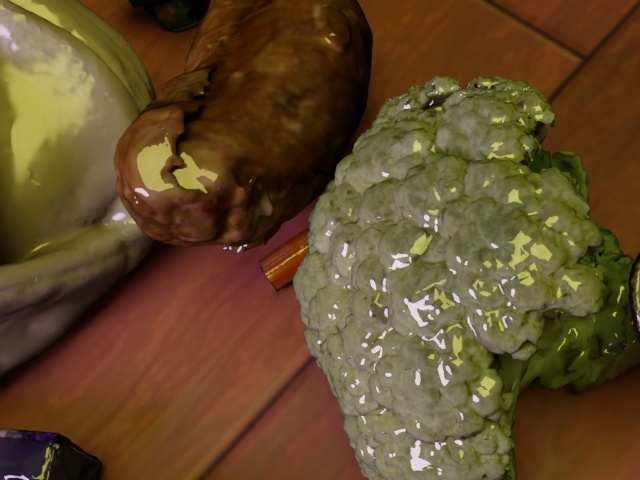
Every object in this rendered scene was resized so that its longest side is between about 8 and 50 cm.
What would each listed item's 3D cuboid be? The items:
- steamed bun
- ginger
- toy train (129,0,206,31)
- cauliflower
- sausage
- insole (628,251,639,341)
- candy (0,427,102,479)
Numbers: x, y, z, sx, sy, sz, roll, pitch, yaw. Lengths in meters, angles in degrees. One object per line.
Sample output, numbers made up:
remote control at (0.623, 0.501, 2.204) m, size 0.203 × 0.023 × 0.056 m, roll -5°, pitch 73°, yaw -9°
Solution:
steamed bun at (-0.316, -0.061, 0.621) m, size 0.342 × 0.255 × 0.367 m, roll 38°, pitch 77°, yaw 19°
ginger at (-0.042, -0.100, 0.630) m, size 0.165 × 0.172 × 0.321 m, roll -17°, pitch 38°, yaw 28°
toy train at (-0.085, -0.317, 0.763) m, size 0.286 × 0.116 × 0.177 m, roll -18°, pitch 78°, yaw 1°
cauliflower at (0.114, 0.034, 0.561) m, size 0.250 × 0.275 × 0.272 m, roll 8°, pitch 32°, yaw -25°
sausage at (0.000, 0.000, 0.667) m, size 0.107 × 0.031 × 0.031 m, roll -35°, pitch 66°, yaw -7°
insole at (0.339, 0.032, 0.528) m, size 0.349 × 0.009 × 0.118 m, roll -2°, pitch 80°, yaw -21°
candy at (-0.322, 0.164, 0.609) m, size 0.313 × 0.088 × 0.061 m, roll 3°, pitch 62°, yaw 10°
